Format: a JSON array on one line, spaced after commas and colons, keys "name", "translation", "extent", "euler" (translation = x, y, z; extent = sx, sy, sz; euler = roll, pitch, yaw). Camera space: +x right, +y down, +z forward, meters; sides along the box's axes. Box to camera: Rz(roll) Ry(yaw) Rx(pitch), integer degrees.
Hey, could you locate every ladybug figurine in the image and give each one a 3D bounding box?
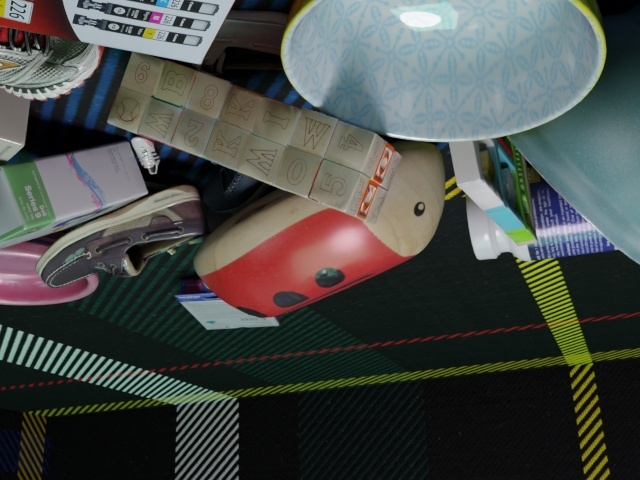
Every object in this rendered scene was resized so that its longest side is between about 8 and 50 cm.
[{"name": "ladybug figurine", "translation": [0.000, 0.000, 1.235], "extent": [0.450, 0.161, 0.305], "euler": [-26, 171, 30]}]

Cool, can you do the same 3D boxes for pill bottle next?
[{"name": "pill bottle", "translation": [0.374, -0.047, 1.281], "extent": [0.265, 0.153, 0.153], "euler": [-9, 159, 17]}]

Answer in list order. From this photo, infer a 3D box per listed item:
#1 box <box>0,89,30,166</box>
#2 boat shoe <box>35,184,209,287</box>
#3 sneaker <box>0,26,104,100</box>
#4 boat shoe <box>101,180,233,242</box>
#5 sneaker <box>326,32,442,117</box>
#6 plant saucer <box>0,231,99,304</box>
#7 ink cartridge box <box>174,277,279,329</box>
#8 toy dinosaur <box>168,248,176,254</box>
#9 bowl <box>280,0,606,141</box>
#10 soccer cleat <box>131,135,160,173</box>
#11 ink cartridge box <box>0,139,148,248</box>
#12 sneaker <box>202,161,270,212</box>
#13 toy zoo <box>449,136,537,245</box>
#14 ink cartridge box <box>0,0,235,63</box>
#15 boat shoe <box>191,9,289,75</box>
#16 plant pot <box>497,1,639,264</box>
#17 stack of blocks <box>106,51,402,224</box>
[{"name": "box", "translation": [-0.496, -0.171, 0.946], "extent": [0.275, 0.094, 0.113], "euler": [15, 155, -37]}, {"name": "boat shoe", "translation": [-0.302, 0.011, 1.232], "extent": [0.285, 0.092, 0.103], "euler": [-26, 165, 6]}, {"name": "sneaker", "translation": [-0.349, -0.209, 0.872], "extent": [0.226, 0.088, 0.092], "euler": [-3, 155, -3]}, {"name": "boat shoe", "translation": [-0.242, -0.053, 1.306], "extent": [0.226, 0.083, 0.075], "euler": [5, 130, -21]}, {"name": "sneaker", "translation": [0.060, -0.211, 0.956], "extent": [0.097, 0.084, 0.235], "euler": [33, 146, -18]}, {"name": "plant saucer", "translation": [-0.590, 0.041, 1.527], "extent": [0.333, 0.084, 0.332], "euler": [-1, 159, 0]}, {"name": "ink cartridge box", "translation": [-0.210, 0.141, 1.864], "extent": [0.186, 0.065, 0.311], "euler": [-4, 162, 5]}, {"name": "toy dinosaur", "translation": [-0.374, 0.013, 1.543], "extent": [0.183, 0.053, 0.092], "euler": [2, 145, -33]}, {"name": "bowl", "translation": [0.115, -0.225, 0.754], "extent": [0.290, 0.155, 0.289], "euler": [6, 160, 2]}, {"name": "soccer cleat", "translation": [-0.254, -0.126, 1.175], "extent": [0.029, 0.035, 0.083], "euler": [-4, 160, 5]}, {"name": "ink cartridge box", "translation": [-0.377, -0.063, 1.131], "extent": [0.154, 0.093, 0.212], "euler": [-18, -175, 39]}, {"name": "sneaker", "translation": [-0.129, -0.112, 1.132], "extent": [0.226, 0.086, 0.163], "euler": [-30, 158, 34]}, {"name": "toy zoo", "translation": [0.207, -0.124, 1.003], "extent": [0.030, 0.192, 0.293], "euler": [-13, 156, 26]}, {"name": "ink cartridge box", "translation": [-0.113, -0.282, 0.634], "extent": [0.272, 0.130, 0.309], "euler": [6, 158, -23]}, {"name": "boat shoe", "translation": [-0.114, -0.216, 0.905], "extent": [0.184, 0.063, 0.066], "euler": [1, 159, -9]}, {"name": "plant pot", "translation": [0.351, -0.140, 0.907], "extent": [0.196, 0.293, 0.293], "euler": [-44, 141, 22]}, {"name": "stack of blocks", "translation": [-0.065, -0.113, 0.917], "extent": [0.297, 0.087, 0.171], "euler": [22, -177, 18]}]
